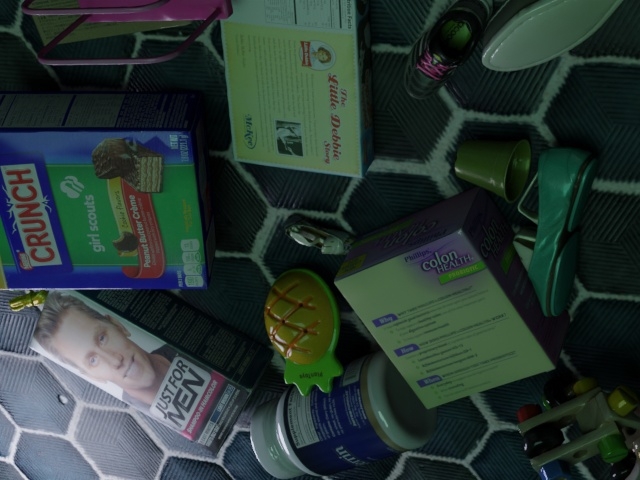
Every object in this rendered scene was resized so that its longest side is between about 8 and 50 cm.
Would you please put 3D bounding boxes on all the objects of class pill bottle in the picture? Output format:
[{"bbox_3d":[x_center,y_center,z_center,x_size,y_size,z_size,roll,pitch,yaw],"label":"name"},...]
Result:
[{"bbox_3d":[0.030,0.266,1.939,0.265,0.153,0.153,-24,111,35],"label":"pill bottle"}]

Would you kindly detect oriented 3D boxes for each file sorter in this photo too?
[{"bbox_3d":[-0.248,-0.362,1.486,0.202,0.182,0.290,2,121,19],"label":"file sorter"}]

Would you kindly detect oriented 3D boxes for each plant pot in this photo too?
[{"bbox_3d":[0.217,-0.097,1.661,0.079,0.083,0.083,15,128,28],"label":"plant pot"}]

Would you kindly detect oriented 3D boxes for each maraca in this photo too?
[{"bbox_3d":[-0.022,0.132,1.880,0.127,0.099,0.185,-14,85,39],"label":"maraca"}]

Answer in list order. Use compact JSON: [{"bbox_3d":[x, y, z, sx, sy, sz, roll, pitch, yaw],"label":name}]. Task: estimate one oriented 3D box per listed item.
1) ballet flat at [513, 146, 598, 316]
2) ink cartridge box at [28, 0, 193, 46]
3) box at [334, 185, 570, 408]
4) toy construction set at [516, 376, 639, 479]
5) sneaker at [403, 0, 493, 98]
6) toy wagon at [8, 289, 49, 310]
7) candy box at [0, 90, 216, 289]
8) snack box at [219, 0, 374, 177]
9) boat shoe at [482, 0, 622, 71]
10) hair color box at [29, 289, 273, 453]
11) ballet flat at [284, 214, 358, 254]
[{"bbox_3d":[0.297,-0.017,1.683,0.087,0.083,0.247,23,127,26],"label":"ballet flat"},{"bbox_3d":[-0.279,-0.365,1.668,0.235,0.088,0.193,-3,120,25],"label":"ink cartridge box"},{"bbox_3d":[0.182,0.081,1.769,0.214,0.117,0.243,-24,112,34],"label":"box"},{"bbox_3d":[0.416,0.269,1.701,0.257,0.309,0.237,39,124,-17],"label":"toy construction set"},{"bbox_3d":[0.148,-0.232,1.590,0.063,0.075,0.170,35,129,-4],"label":"sneaker"},{"bbox_3d":[-0.514,-0.043,1.968,0.267,0.068,0.344,-16,123,13],"label":"toy wagon"},{"bbox_3d":[-0.318,-0.069,1.826,0.317,0.122,0.268,0,124,5],"label":"candy box"},{"bbox_3d":[-0.030,-0.239,1.669,0.187,0.060,0.322,9,126,17],"label":"snack box"},{"bbox_3d":[0.290,-0.303,1.471,0.109,0.091,0.305,7,147,-37],"label":"boat shoe"},{"bbox_3d":[-0.267,0.172,2.029,0.347,0.105,0.174,30,129,2],"label":"hair color box"},{"bbox_3d":[0.000,0.000,1.838,0.114,0.041,0.041,21,129,7],"label":"ballet flat"}]
